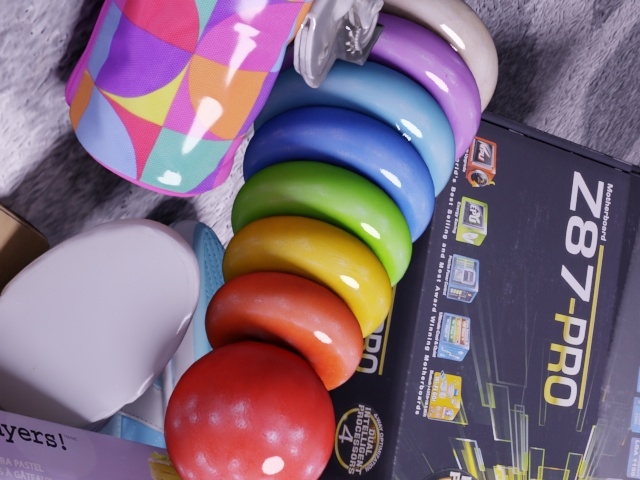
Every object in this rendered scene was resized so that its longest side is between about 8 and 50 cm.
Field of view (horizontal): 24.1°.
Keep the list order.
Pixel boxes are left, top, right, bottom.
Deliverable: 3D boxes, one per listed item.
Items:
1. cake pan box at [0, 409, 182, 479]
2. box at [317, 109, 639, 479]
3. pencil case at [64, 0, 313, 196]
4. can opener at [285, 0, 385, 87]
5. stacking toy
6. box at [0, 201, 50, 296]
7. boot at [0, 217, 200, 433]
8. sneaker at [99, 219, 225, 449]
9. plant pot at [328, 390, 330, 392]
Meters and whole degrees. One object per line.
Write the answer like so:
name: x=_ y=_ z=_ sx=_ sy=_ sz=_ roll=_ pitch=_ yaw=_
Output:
cake pan box: x=-0.210 y=0.203 z=0.787 sx=0.246 sy=0.070 sz=0.267 roll=19 pitch=117 yaw=-33
box: x=0.150 y=0.112 z=1.216 sx=0.318 sy=0.097 sz=0.395 roll=15 pitch=82 yaw=-43
pencil case: x=-0.049 y=-0.139 z=0.735 sx=0.104 sy=0.104 sz=0.236 roll=-22 pitch=142 yaw=-57
can opener: x=0.035 y=-0.213 z=0.846 sx=0.283 sy=0.095 sz=0.076 roll=-63 pitch=165 yaw=-19
stacking toy: x=0.000 y=0.000 z=0.845 sx=0.141 sy=0.141 sz=0.330 roll=99 pitch=9 yaw=-55
box: x=-0.226 y=0.034 z=0.735 sx=0.164 sy=0.021 sz=0.201 roll=-51 pitch=162 yaw=-5
boot: x=-0.157 y=0.076 z=0.852 sx=0.258 sy=0.095 sz=0.123 roll=-45 pitch=-175 yaw=14
sneaker: x=-0.149 y=0.149 z=0.966 sx=0.127 sy=0.208 sz=0.319 roll=30 pitch=57 yaw=-74
plant pot: x=0.025 y=0.163 z=1.360 sx=0.166 sy=0.165 sz=0.234 roll=-41 pitch=163 yaw=-33
